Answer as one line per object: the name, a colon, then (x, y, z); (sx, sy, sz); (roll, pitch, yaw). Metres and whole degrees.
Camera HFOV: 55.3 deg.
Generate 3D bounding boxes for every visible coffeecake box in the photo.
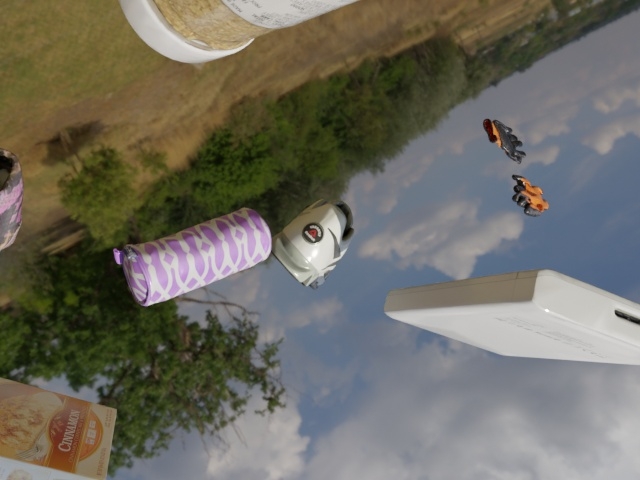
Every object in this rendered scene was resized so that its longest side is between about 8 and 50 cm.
coffeecake box: (-0.330, 0.223, 0.667); (0.068, 0.185, 0.142); (-65, -161, 9)

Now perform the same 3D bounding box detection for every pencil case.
pencil case: (-0.165, 0.017, 0.816); (0.206, 0.086, 0.088); (-19, -136, -36)

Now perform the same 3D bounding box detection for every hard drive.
hard drive: (0.257, 0.105, 0.781); (0.353, 0.232, 0.047); (155, -47, -70)

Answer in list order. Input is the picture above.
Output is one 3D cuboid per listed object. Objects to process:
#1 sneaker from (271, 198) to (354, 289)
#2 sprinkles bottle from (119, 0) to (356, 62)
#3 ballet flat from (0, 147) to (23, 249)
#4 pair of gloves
sneaker: (0.000, 0.000, 1.069); (0.146, 0.122, 0.330); (-44, -179, -2)
sprinkles bottle: (-0.010, -0.201, 0.383); (0.121, 0.121, 0.355); (-33, -158, -32)
ballet flat: (-0.232, -0.007, 0.281); (0.221, 0.076, 0.079); (-37, 153, -62)
pair of gloves: (0.156, -0.057, 0.486); (0.010, 0.083, 0.074); (-27, 167, 32)
